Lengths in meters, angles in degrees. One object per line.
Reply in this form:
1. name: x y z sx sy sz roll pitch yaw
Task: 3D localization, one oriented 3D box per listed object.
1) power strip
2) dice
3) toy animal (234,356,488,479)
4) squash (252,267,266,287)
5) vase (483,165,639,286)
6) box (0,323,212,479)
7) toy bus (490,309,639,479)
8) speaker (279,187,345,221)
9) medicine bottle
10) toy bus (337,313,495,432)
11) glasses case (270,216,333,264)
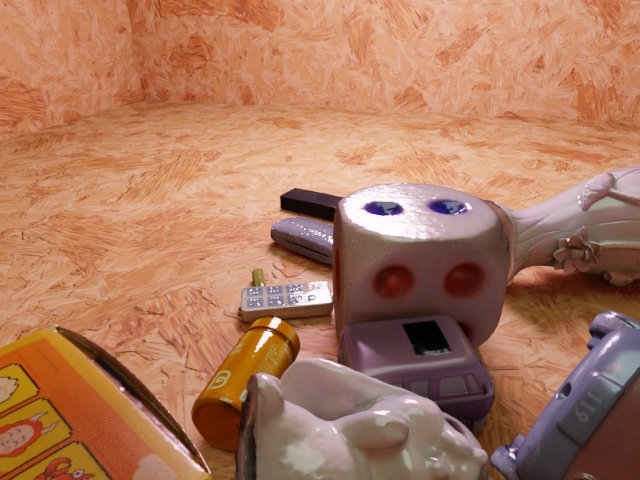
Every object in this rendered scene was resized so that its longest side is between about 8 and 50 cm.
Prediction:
1. power strip: -0.066 0.119 0.969 0.191 0.035 0.081 -5 27 -5
2. dice: 0.151 0.056 0.842 0.251 0.259 0.243 -2 29 -3
3. toy animal: 0.033 0.261 0.512 0.289 0.174 0.249 22 60 -6
4. squash: -0.128 0.089 1.041 0.027 0.028 0.083 -7 27 -10
5. vase: 0.548 -0.023 1.021 0.444 0.250 0.250 -9 27 -4
6. box: -0.216 0.268 0.397 0.259 0.284 0.213 21 35 37
7. toy bus: 0.330 0.225 0.475 0.197 0.294 0.231 -51 49 -2
8. speaker: -0.005 -0.100 1.396 0.218 0.044 0.082 14 30 29
9. medicine bottle: -0.103 0.203 0.732 0.096 0.097 0.192 7 28 16
10. toy bus: 0.130 0.191 0.692 0.202 0.142 0.142 -5 26 -7
11. glasses case: 0.000 0.000 1.170 0.282 0.067 0.109 18 29 37
